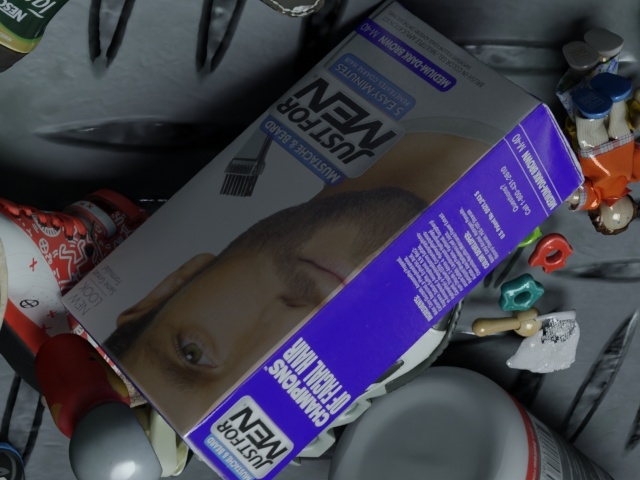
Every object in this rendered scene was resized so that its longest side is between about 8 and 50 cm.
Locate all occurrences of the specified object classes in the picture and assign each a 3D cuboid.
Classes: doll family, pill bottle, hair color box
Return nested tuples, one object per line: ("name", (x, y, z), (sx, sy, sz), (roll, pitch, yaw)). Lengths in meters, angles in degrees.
("doll family", (0.272, -0.111, 1.376), (0.263, 0.118, 0.163), (-30, 134, -17))
("pill bottle", (0.185, 0.283, 1.660), (0.210, 0.210, 0.363), (-35, 136, 15))
("hair color box", (0.000, 0.000, 1.233), (0.339, 0.185, 0.110), (-44, 138, -5))

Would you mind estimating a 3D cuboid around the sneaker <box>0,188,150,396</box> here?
("sneaker", (-0.210, 0.000, 1.273), (0.145, 0.090, 0.270), (-57, 139, -24))

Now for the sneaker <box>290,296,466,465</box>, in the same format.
("sneaker", (-0.001, 0.074, 1.431), (0.146, 0.122, 0.330), (17, 129, -32))

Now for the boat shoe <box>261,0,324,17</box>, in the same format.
("boat shoe", (-0.045, -0.224, 1.142), (0.081, 0.068, 0.227), (-24, 138, 4))

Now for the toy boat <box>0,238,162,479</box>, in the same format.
("toy boat", (-0.248, 0.090, 1.115), (0.318, 0.148, 0.267), (18, 112, -39))

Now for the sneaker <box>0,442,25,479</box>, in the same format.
("sneaker", (-0.289, 0.247, 1.533), (0.067, 0.078, 0.188), (-15, 137, -6))

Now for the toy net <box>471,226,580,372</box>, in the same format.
("toy net", (0.183, 0.043, 1.535), (0.122, 0.045, 0.232), (-34, 138, 12))

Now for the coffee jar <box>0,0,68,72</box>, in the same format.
("coffee jar", (-0.187, -0.194, 1.110), (0.184, 0.079, 0.096), (-41, 135, 22))

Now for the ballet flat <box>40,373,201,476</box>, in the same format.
("ballet flat", (-0.115, 0.132, 1.376), (0.316, 0.106, 0.108), (-22, 158, 40))
